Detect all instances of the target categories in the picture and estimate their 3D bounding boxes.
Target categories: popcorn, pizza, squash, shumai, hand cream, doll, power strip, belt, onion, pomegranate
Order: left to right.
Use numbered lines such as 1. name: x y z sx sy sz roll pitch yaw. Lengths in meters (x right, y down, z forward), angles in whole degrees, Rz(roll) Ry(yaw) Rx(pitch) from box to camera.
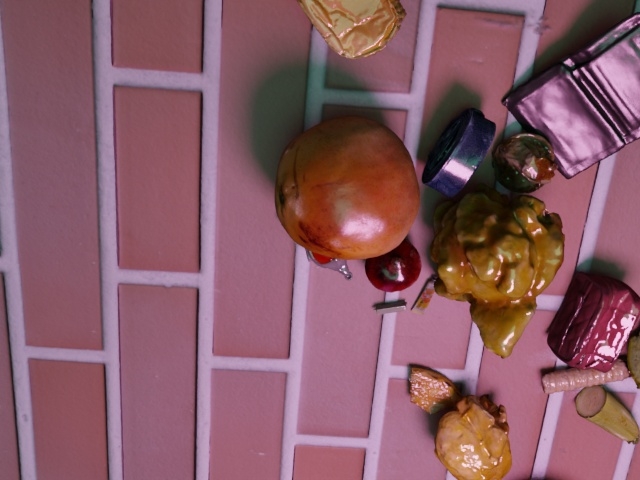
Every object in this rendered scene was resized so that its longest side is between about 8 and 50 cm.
1. doll: 0.000 0.000 1.589 0.102 0.075 0.227 -40 97 3
2. pomegranate: 0.063 -0.104 1.454 0.319 0.319 0.319 0 110 -1
3. power strip: 0.166 0.161 1.678 0.083 0.027 0.017 -9 111 4
4. onion: 0.165 0.053 1.590 0.131 0.131 0.131 0 110 -1
5. hand cream: 0.252 0.134 1.674 0.035 0.022 0.102 17 113 -15
6. pizza: 0.276 0.375 1.755 0.160 0.036 0.099 31 106 -11
7. belt: 0.290 -0.190 1.490 0.082 0.141 0.190 27 106 -13
8. popcorn: 0.370 0.492 1.717 0.190 0.191 0.253 -6 110 0
9. popcorn: 0.355 0.049 1.525 0.290 0.325 0.321 38 64 -8
10. shumai: 0.446 -0.158 1.515 0.145 0.116 0.145 1 119 2
11. squash: 0.742 0.457 1.779 0.224 0.094 0.094 39 105 -22

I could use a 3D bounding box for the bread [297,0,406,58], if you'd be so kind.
1. bread: 0.054 -0.486 1.380 0.179 0.133 0.250 -36 106 12

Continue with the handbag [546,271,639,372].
1. handbag: 0.633 0.189 1.636 0.135 0.146 0.225 16 109 -13

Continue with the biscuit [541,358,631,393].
1. biscuit: 0.654 0.334 1.736 0.219 0.055 0.061 -14 125 4

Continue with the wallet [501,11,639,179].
1. wallet: 0.582 -0.296 1.466 0.323 0.041 0.247 -35 106 31

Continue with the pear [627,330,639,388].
1. pear: 0.894 0.264 1.662 0.292 0.159 0.292 -2 107 -7
